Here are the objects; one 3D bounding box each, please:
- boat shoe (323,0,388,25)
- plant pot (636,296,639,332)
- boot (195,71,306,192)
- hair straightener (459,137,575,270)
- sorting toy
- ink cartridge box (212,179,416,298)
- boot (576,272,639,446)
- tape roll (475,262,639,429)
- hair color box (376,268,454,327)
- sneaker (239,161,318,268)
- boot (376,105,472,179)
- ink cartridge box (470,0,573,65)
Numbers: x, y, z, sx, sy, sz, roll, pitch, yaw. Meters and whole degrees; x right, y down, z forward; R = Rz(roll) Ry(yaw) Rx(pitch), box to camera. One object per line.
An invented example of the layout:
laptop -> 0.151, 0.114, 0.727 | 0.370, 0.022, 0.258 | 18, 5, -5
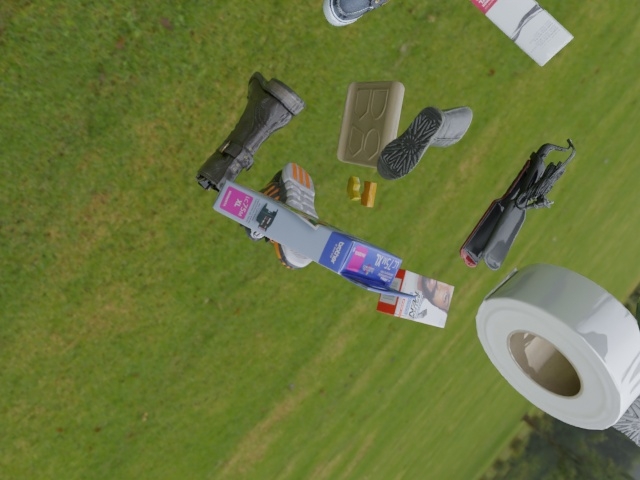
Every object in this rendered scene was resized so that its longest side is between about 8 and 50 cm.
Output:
boat shoe -> 0.085, -0.384, 1.089 | 0.183, 0.083, 0.065 | -43, 117, -31
plant pot -> 0.544, 0.090, 0.818 | 0.293, 0.293, 0.196 | -25, 150, -45
boot -> -0.148, -0.190, 1.318 | 0.091, 0.263, 0.229 | 41, 89, -20
hair straightener -> 0.281, -0.052, 0.965 | 0.230, 0.089, 0.047 | -49, 119, -17
sorting toy -> 0.119, -0.245, 1.828 | 0.041, 0.229, 0.307 | 5, 98, -30
ink cartridge box -> 0.000, 0.000, 1.158 | 0.186, 0.311, 0.065 | 19, 98, -59
boot -> 0.709, 0.251, 1.807 | 0.146, 0.445, 0.367 | -24, 138, 14
tape roll -> 0.402, 0.178, 1.223 | 0.100, 0.286, 0.286 | -40, 151, -22
hair color box -> 0.193, 0.116, 1.462 | 0.167, 0.053, 0.093 | 18, 85, -45
sneaker -> -0.097, -0.025, 1.689 | 0.125, 0.321, 0.180 | 36, 122, -28
boot -> 0.217, -0.204, 1.488 | 0.190, 0.076, 0.208 | -44, 173, 23
ink cartridge box -> 0.304, -0.336, 1.103 | 0.063, 0.150, 0.109 | -46, 179, 22
